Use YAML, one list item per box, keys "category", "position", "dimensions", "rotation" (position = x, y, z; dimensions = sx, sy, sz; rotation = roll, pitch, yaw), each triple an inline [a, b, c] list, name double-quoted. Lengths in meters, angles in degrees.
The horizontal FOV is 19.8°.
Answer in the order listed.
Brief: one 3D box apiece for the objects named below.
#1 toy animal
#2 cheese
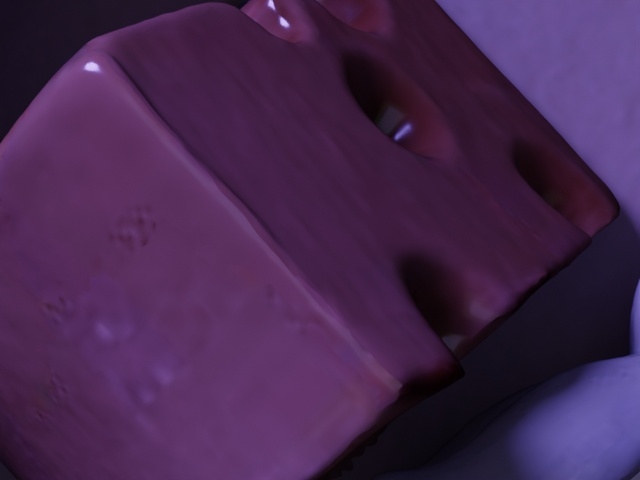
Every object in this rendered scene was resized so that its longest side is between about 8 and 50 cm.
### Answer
- category: "toy animal"
  position: [0.121, 0.046, 0.534]
  dimensions: [0.221, 0.104, 0.131]
  rotation: [-43, 97, 0]
- category: "cheese"
  position: [-0.013, 0.009, 0.500]
  dimensions: [0.203, 0.177, 0.128]
  rotation: [-40, 86, -4]
